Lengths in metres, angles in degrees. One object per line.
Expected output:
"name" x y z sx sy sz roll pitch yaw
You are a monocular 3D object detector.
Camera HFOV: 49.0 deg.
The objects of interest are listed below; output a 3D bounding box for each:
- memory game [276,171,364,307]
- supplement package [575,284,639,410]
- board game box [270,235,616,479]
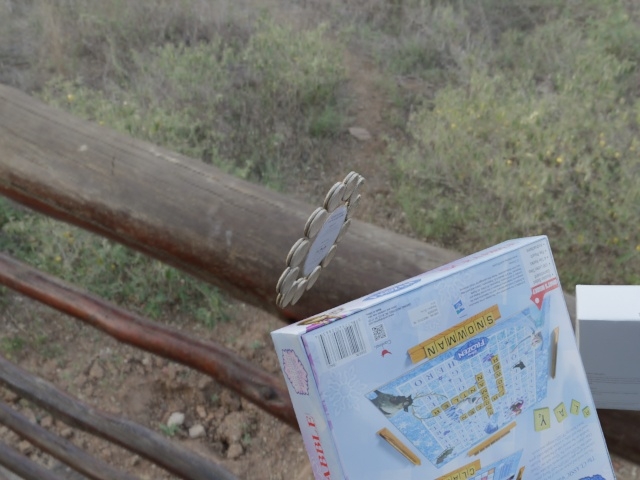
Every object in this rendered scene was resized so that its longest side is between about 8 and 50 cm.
"memory game" 0.000 0.000 0.830 0.012 0.186 0.186 31 49 13
"supplement package" 0.474 0.175 1.151 0.105 0.179 0.105 0 28 18
"board game box" 0.142 0.190 0.710 0.318 0.318 0.066 -17 3 -28
